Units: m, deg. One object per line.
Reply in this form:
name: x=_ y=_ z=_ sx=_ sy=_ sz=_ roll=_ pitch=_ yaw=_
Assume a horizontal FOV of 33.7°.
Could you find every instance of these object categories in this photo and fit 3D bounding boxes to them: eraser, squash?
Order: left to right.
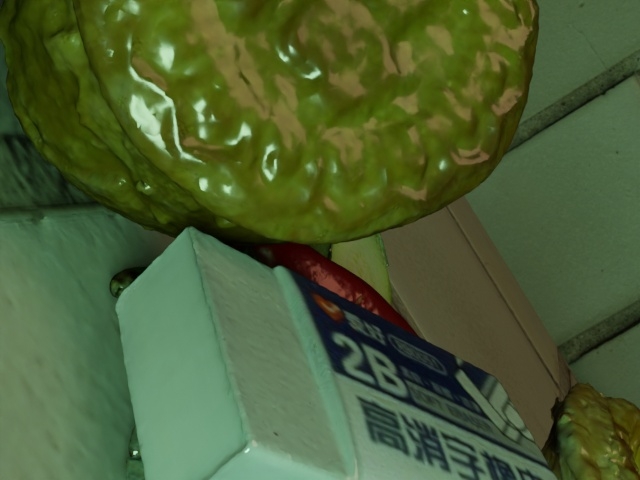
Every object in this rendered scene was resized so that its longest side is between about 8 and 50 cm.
squash: x=0.002 y=-0.001 z=0.761 sx=0.090 sy=0.075 sz=0.200 roll=13 pitch=38 yaw=-36
eraser: x=0.017 y=0.087 z=0.457 sx=0.210 sy=0.068 sz=0.124 roll=30 pitch=26 yaw=-37

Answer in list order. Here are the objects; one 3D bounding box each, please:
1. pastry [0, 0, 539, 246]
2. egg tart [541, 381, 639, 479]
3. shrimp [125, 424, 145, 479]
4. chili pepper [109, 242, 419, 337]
pastry: x=-0.027 y=-0.111 z=0.489 sx=0.132 sy=0.240 sz=0.235 roll=-11 pitch=-98 yaw=62
egg tart: x=0.243 y=0.282 z=0.851 sx=0.352 sy=0.150 sz=0.352 roll=53 pitch=19 yaw=-27
shrimp: x=-0.030 y=0.137 z=0.416 sx=0.161 sy=0.034 sz=0.091 roll=55 pitch=21 yaw=16
chili pepper: x=0.033 y=0.111 z=0.594 sx=0.368 sy=0.092 sz=0.137 roll=50 pitch=30 yaw=-21
